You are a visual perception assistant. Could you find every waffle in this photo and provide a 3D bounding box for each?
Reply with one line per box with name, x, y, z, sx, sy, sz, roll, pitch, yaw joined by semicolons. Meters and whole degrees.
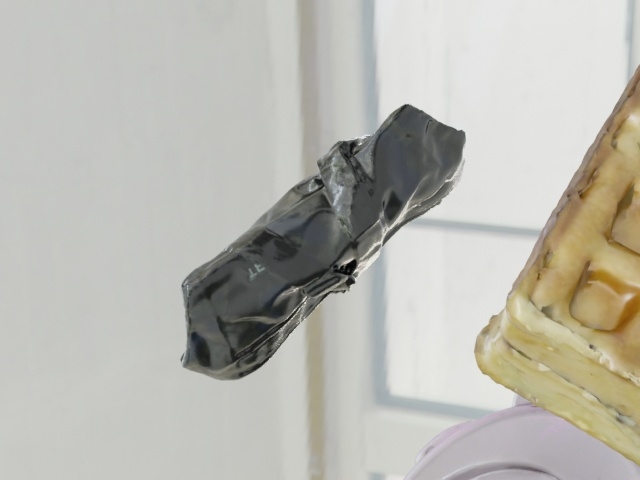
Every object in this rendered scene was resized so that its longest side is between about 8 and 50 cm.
waffle;0.238;-0.014;0.765;0.308;0.213;0.091;-57;-5;-26

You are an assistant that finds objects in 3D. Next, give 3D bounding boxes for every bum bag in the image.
bum bag;0.000;0.000;1.272;0.310;0.074;0.137;-42;-41;-9

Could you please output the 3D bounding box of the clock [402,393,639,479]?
clock;0.172;0.281;1.278;0.322;0.295;0.113;-46;-37;11
